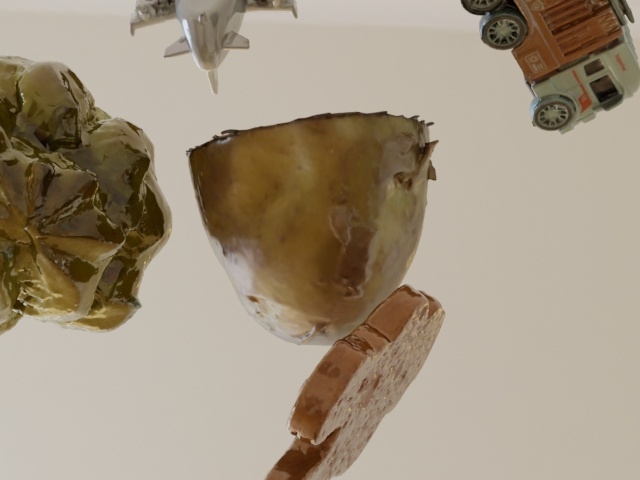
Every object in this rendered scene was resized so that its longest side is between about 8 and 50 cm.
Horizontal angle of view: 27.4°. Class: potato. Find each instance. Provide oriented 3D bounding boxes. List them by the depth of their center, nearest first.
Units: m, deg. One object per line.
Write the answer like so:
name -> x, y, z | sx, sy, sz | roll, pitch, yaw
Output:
potato -> 0.000, 0.000, 1.464 | 0.301, 0.237, 0.289 | -7, -5, 12

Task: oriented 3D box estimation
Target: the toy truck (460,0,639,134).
toy truck -> 0.276, -0.278, 1.548 | 0.162, 0.136, 0.305 | -22, -48, 21

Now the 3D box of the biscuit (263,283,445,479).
biscuit -> 0.032, 0.139, 1.216 | 0.047, 0.334, 0.202 | 29, -62, 16

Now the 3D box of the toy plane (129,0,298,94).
toy plane -> -0.155, -0.325, 1.868 | 0.245, 0.244, 0.117 | -1, -42, 11

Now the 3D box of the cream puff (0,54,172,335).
cream puff -> -0.329, -0.049, 1.454 | 0.378, 0.378, 0.275 | 16, -25, -25
